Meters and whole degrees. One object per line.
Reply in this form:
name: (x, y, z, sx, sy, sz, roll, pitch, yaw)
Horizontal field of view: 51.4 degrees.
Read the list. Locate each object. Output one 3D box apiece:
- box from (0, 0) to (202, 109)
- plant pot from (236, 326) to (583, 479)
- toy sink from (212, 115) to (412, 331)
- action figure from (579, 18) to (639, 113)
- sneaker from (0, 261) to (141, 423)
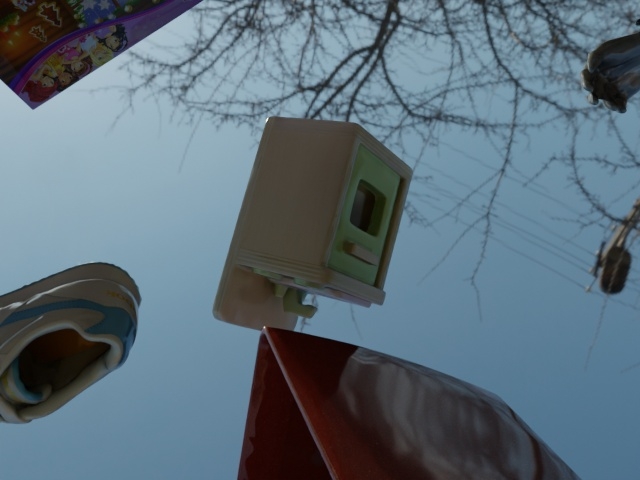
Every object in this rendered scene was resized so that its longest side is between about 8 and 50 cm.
box: (-0.161, -0.249, 0.498, 0.293, 0.201, 0.057, -34, -116, -2)
plant pot: (0.071, 0.249, 0.556, 0.235, 0.267, 0.267, 4, -163, -18)
toy sink: (0.000, 0.000, 0.748, 0.131, 0.234, 0.153, 11, 172, 33)
action figure: (0.175, -0.129, 0.317, 0.164, 0.141, 0.276, 37, -134, -38)
sneaker: (-0.246, 0.097, 0.501, 0.228, 0.087, 0.092, -28, -151, 3)
